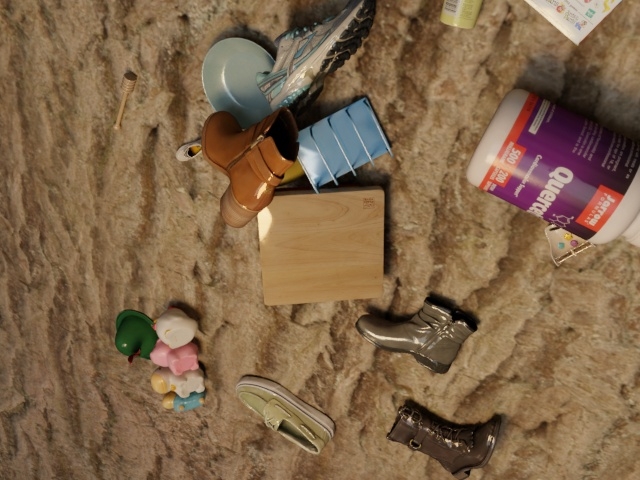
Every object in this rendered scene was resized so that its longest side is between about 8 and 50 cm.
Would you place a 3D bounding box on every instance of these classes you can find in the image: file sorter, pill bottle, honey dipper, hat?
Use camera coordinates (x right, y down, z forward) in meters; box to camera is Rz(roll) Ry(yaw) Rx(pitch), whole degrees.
[{"bbox_3d":[0.042,-0.179,1.286,0.170,0.104,0.118,-27,108,6],"label":"file sorter"},{"bbox_3d":[0.424,-0.113,1.127,0.323,0.181,0.181,28,129,9],"label":"pill bottle"},{"bbox_3d":[-0.457,-0.315,1.544,0.031,0.030,0.160,35,131,2],"label":"honey dipper"},{"bbox_3d":[-0.564,0.314,1.902,0.173,0.183,0.208,30,129,7],"label":"hat"}]

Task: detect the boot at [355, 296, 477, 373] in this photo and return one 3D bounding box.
[{"bbox_3d":[0.215,0.184,1.503,0.247,0.083,0.161,24,121,5],"label":"boot"}]

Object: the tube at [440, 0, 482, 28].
[{"bbox_3d":[0.252,-0.467,1.072,0.070,0.062,0.240,-4,123,-22],"label":"tube"}]

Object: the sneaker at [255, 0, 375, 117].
[{"bbox_3d":[-0.021,-0.357,1.232,0.122,0.110,0.283,49,115,8],"label":"sneaker"}]

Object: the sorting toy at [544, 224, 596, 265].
[{"bbox_3d":[0.467,-0.006,1.267,0.083,0.045,0.075,-36,92,39],"label":"sorting toy"}]

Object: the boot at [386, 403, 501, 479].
[{"bbox_3d":[0.291,0.470,1.628,0.229,0.091,0.262,31,131,6],"label":"boot"}]

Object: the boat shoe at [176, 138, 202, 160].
[{"bbox_3d":[-0.299,-0.203,1.531,0.100,0.035,0.035,-15,112,33],"label":"boat shoe"}]

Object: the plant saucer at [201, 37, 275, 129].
[{"bbox_3d":[-0.152,-0.324,1.377,0.195,0.037,0.194,13,125,19],"label":"plant saucer"}]

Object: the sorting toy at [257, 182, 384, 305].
[{"bbox_3d":[0.000,0.000,1.424,0.257,0.089,0.255,-4,117,-4],"label":"sorting toy"}]

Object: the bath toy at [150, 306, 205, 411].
[{"bbox_3d":[-0.408,0.326,1.878,0.152,0.129,0.348,-11,128,-18],"label":"bath toy"}]

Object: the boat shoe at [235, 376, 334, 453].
[{"bbox_3d":[-0.106,0.474,1.830,0.303,0.094,0.109,25,128,11],"label":"boat shoe"}]

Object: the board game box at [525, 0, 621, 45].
[{"bbox_3d":[0.420,-0.442,0.942,0.144,0.142,0.275,41,130,-1],"label":"board game box"}]

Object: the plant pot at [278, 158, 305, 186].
[{"bbox_3d":[-0.074,-0.173,1.385,0.095,0.134,0.134,-2,131,-22],"label":"plant pot"}]

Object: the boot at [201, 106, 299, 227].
[{"bbox_3d":[-0.136,-0.190,1.281,0.109,0.283,0.220,13,141,-30],"label":"boot"}]
